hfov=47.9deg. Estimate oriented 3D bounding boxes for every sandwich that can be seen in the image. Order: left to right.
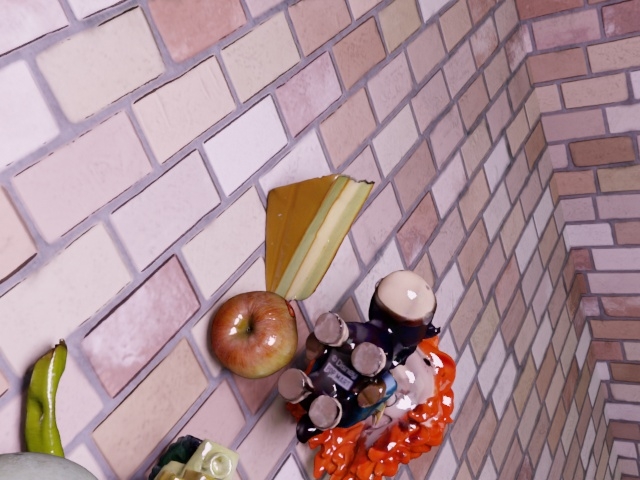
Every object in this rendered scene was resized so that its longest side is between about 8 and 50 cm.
[{"bbox_3d":[0.000,0.000,1.128,0.117,0.144,0.188,5,83,-52],"label":"sandwich"}]

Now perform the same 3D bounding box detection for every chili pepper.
[{"bbox_3d":[-0.291,0.210,0.777,0.050,0.052,0.202,-5,94,-20],"label":"chili pepper"}]

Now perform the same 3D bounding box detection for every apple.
[{"bbox_3d":[-0.091,0.133,1.008,0.102,0.125,0.126,58,40,-63],"label":"apple"}]

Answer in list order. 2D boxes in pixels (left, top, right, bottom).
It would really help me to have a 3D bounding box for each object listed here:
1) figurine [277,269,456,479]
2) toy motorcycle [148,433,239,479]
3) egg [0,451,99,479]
[{"bbox_3d":[0.081,0.208,1.104,0.306,0.241,0.412,-58,153,-28],"label":"figurine"},{"bbox_3d":[-0.188,0.402,0.762,0.168,0.237,0.410,33,58,-24],"label":"toy motorcycle"},{"bbox_3d":[-0.299,0.283,0.655,0.236,0.169,0.169,-6,93,-48],"label":"egg"}]
